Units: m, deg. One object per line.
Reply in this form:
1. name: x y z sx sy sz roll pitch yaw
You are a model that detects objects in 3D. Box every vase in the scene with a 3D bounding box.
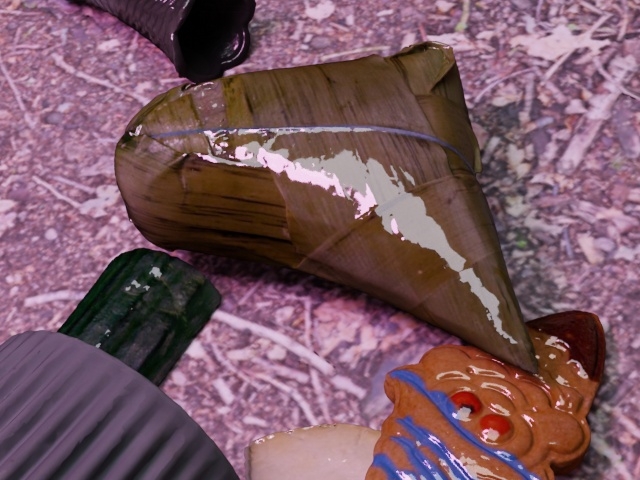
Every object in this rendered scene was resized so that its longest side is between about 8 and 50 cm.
1. vase: -0.187 -0.250 1.751 0.237 0.115 0.115 28 61 36

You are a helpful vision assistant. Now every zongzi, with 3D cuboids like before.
1. zongzi: 0.000 0.000 1.440 0.323 0.160 0.360 -12 50 -3

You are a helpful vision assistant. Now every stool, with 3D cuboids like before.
1. stool: -0.238 0.262 1.212 0.297 0.297 0.330 22 54 28

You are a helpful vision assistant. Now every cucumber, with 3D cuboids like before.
1. cucumber: -0.201 0.108 1.473 0.115 0.063 0.244 17 58 26

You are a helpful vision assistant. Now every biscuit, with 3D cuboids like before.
1. biscuit: 0.139 0.140 1.353 0.183 0.043 0.280 35 59 29
2. biscuit: 0.030 0.232 1.324 0.265 0.040 0.188 29 60 32
